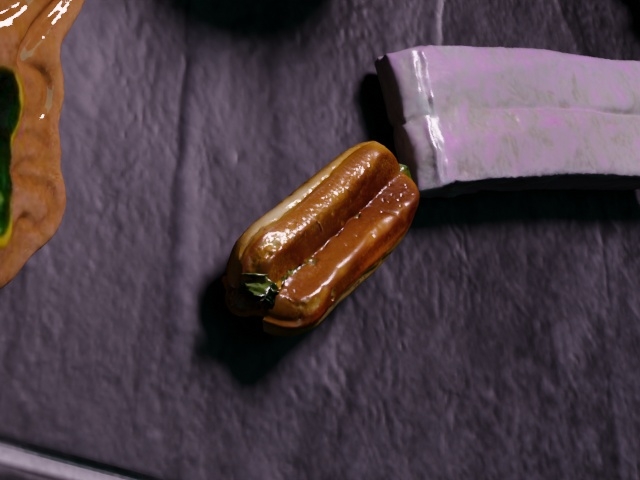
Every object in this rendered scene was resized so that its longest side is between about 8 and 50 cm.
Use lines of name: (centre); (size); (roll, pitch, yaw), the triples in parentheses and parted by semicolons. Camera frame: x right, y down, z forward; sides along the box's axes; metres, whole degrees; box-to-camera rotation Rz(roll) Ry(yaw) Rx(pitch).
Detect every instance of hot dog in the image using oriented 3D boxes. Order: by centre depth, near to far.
hot dog: (0.000, 0.000, 1.079); (0.072, 0.055, 0.188); (56, 45, -7)

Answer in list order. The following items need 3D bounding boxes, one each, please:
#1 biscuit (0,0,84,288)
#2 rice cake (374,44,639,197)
biscuit: (-0.203, -0.137, 0.885); (0.202, 0.047, 0.334); (12, 80, -42)
rice cake: (0.154, -0.086, 1.269); (0.298, 0.050, 0.106); (-4, 77, -45)
